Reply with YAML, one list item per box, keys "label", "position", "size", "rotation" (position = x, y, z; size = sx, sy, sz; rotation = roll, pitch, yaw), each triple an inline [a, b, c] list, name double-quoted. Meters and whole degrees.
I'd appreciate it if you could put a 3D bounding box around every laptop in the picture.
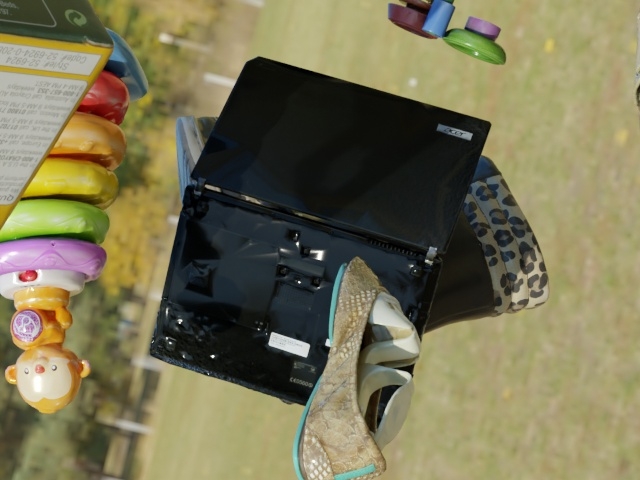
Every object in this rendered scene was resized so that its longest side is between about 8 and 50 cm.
- label: "laptop"
  position: [0.000, 0.000, 1.515]
  size: [0.136, 0.234, 0.264]
  rotation: [-48, -27, -70]

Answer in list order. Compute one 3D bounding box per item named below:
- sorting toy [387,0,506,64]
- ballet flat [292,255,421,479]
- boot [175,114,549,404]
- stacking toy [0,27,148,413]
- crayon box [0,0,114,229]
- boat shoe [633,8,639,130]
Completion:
- label: "sorting toy"
  position: [0.098, -0.168, 1.268]
  size: [0.042, 0.102, 0.061]
  rotation: [-67, -20, 2]
- label: "ballet flat"
  position: [0.034, 0.089, 1.155]
  size: [0.206, 0.067, 0.073]
  rotation: [-77, -25, -45]
- label: "boot"
  position: [0.027, -0.017, 1.674]
  size: [0.377, 0.284, 0.138]
  rotation: [-122, 22, -47]
- label: "stacking toy"
  position: [-0.225, -0.013, 1.348]
  size: [0.166, 0.175, 0.302]
  rotation: [65, -160, -76]
- label: "crayon box"
  position: [-0.282, -0.026, 0.945]
  size: [0.323, 0.203, 0.083]
  rotation: [-53, 54, 30]
- label: "boat shoe"
  position: [0.333, -0.146, 1.484]
  size: [0.120, 0.122, 0.324]
  rotation: [-25, -69, -50]
